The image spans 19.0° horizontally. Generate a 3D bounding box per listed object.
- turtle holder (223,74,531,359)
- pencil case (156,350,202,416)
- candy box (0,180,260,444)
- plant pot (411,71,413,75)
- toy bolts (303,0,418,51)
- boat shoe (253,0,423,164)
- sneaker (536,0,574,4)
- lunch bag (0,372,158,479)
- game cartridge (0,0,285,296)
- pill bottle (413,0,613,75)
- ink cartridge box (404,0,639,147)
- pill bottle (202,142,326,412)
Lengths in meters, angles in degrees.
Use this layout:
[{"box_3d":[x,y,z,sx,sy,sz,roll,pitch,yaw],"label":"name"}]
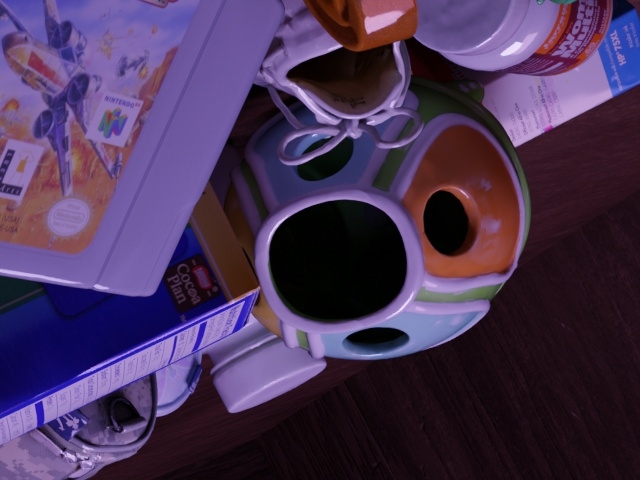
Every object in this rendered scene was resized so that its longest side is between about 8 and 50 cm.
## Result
[{"box_3d":[0.008,-0.017,1.591,0.320,0.243,0.227,11,-162,12],"label":"turtle holder"},{"box_3d":[-0.226,0.092,1.758,0.273,0.124,0.113,0,154,48],"label":"pencil case"},{"box_3d":[-0.231,-0.012,1.076,0.317,0.268,0.122,-26,173,-14],"label":"candy box"},{"box_3d":[0.046,-0.078,1.846,0.236,0.032,0.236,-24,137,-25],"label":"plant pot"},{"box_3d":[0.021,-0.219,0.961,0.158,0.218,0.228,-31,-171,-12],"label":"toy bolts"},{"box_3d":[0.012,-0.130,1.409,0.136,0.156,0.367,-26,172,-4],"label":"boat shoe"},{"box_3d":[0.158,-0.234,1.375,0.295,0.123,0.109,-16,165,-45],"label":"sneaker"},{"box_3d":[-0.283,0.113,1.589,0.212,0.256,0.305,-17,165,-47],"label":"lunch bag"},{"box_3d":[-0.140,-0.082,0.891,0.297,0.062,0.198,12,110,-54],"label":"game cartridge"},{"box_3d":[0.150,-0.196,1.548,0.121,0.121,0.221,-32,169,24],"label":"pill bottle"},{"box_3d":[0.168,-0.155,1.732,0.231,0.078,0.134,-27,-146,-4],"label":"ink cartridge box"},{"box_3d":[-0.089,0.037,1.777,0.131,0.229,0.131,-26,170,-5],"label":"pill bottle"}]
